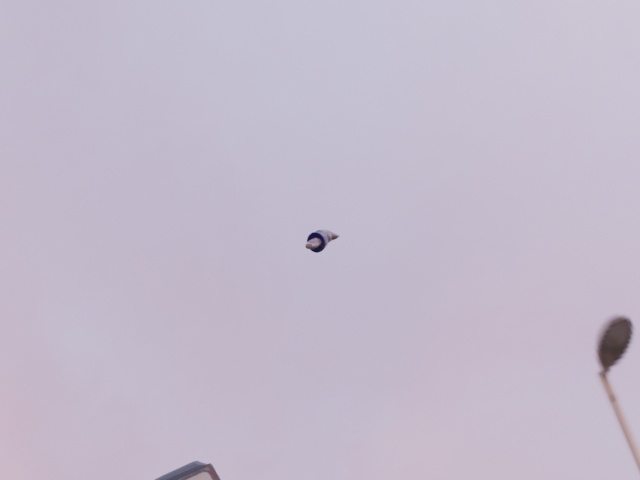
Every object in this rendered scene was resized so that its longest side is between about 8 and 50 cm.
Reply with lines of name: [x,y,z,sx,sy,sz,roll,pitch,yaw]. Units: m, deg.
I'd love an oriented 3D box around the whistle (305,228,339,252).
whistle: [0.000,0.000,1.566,0.033,0.083,0.029,1,-77,20]

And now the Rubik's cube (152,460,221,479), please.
Rubik's cube: [-0.135,0.299,0.900,0.160,0.163,0.162,-20,-26,-32]
